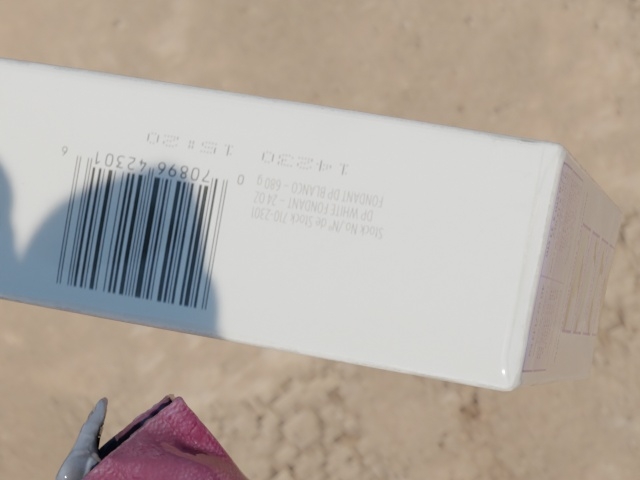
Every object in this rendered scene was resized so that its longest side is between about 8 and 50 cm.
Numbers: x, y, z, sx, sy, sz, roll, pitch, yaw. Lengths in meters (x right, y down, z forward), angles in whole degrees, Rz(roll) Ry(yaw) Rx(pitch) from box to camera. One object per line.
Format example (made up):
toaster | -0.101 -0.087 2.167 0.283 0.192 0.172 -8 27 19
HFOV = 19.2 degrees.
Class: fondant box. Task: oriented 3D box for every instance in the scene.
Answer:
fondant box | 0.000 0.000 0.843 0.238 0.330 0.096 10 90 13

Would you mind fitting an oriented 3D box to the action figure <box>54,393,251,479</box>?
action figure | -0.032 0.265 1.259 0.248 0.370 0.276 -54 5 7
